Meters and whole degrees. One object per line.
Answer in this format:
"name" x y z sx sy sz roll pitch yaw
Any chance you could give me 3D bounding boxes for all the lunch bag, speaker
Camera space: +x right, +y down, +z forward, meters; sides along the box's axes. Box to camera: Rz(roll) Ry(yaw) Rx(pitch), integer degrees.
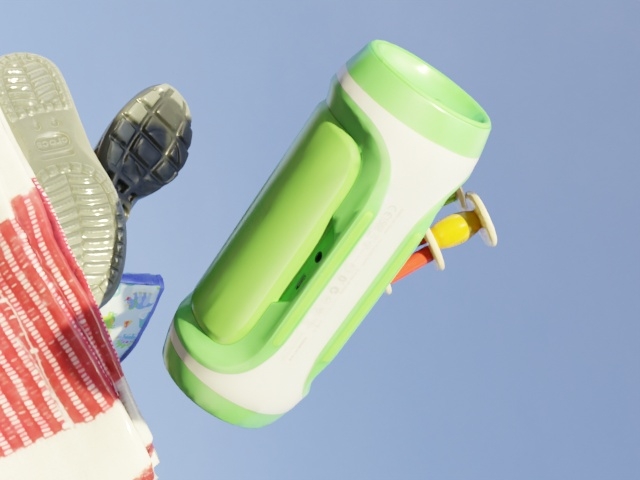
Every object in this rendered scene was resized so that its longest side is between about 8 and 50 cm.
"lunch bag" -0.270 0.080 1.367 0.151 0.129 0.096 -42 -124 42
"speaker" 0.000 0.000 0.890 0.131 0.131 0.296 46 -68 26

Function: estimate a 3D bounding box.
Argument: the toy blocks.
"toy blocks" 0.064 -0.005 1.021 0.123 0.148 0.054 -120 -174 -60

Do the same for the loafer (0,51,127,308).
"loafer" -0.241 -0.044 1.051 0.087 0.094 0.251 -46 -124 56

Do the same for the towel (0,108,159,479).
"towel" -0.226 -0.012 0.412 0.329 0.237 0.037 65 -18 4

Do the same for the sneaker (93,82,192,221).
"sneaker" -0.235 -0.060 1.249 0.106 0.267 0.101 4 -33 45
